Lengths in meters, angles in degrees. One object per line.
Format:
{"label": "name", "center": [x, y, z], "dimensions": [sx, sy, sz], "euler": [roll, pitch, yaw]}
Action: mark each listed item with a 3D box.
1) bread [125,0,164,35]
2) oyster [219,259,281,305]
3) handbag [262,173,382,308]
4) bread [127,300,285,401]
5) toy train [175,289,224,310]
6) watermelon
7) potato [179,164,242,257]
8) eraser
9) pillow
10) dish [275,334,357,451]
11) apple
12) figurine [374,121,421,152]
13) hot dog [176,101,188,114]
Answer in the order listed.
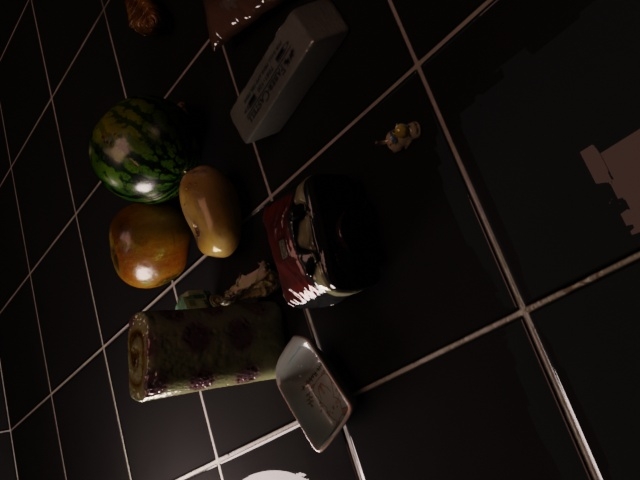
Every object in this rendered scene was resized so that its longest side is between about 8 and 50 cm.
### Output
{"label": "bread", "center": [-0.501, -0.645, 2.007], "dimensions": [0.105, 0.075, 0.233], "euler": [-58, 43, 15]}
{"label": "oyster", "center": [-0.157, 0.107, 1.620], "dimensions": [0.209, 0.133, 0.072], "euler": [-34, 103, 34]}
{"label": "handbag", "center": [0.000, 0.000, 1.377], "dimensions": [0.181, 0.181, 0.255], "euler": [-28, 72, 46]}
{"label": "bread", "center": [-0.245, 0.237, 1.530], "dimensions": [0.155, 0.338, 0.187], "euler": [-17, 77, 53]}
{"label": "toy train", "center": [-0.279, 0.212, 1.722], "dimensions": [0.081, 0.125, 0.194], "euler": [-52, 54, 38]}
{"label": "watermelon", "center": [-0.450, -0.232, 1.794], "dimensions": [0.285, 0.285, 0.286], "euler": [0, 89, 48]}
{"label": "potato", "center": [-0.261, -0.071, 1.695], "dimensions": [0.150, 0.146, 0.234], "euler": [79, 168, -82]}
{"label": "eraser", "center": [-0.078, -0.370, 1.538], "dimensions": [0.352, 0.077, 0.111], "euler": [-50, 55, 35]}
{"label": "pillow", "center": [-0.188, -0.650, 1.641], "dimensions": [0.305, 0.108, 0.308], "euler": [-18, 79, 41]}
{"label": "dish", "center": [-0.006, 0.306, 1.463], "dimensions": [0.234, 0.064, 0.154], "euler": [53, 126, 32]}
{"label": "apple", "center": [-0.459, 0.008, 1.885], "dimensions": [0.237, 0.207, 0.237], "euler": [33, 127, 59]}
{"label": "figurine", "center": [0.147, -0.197, 1.310], "dimensions": [0.083, 0.050, 0.047], "euler": [-33, 71, 43]}
{"label": "hot dog", "center": [-0.408, -0.332, 1.927], "dimensions": [0.133, 0.041, 0.056], "euler": [-45, 58, 37]}
